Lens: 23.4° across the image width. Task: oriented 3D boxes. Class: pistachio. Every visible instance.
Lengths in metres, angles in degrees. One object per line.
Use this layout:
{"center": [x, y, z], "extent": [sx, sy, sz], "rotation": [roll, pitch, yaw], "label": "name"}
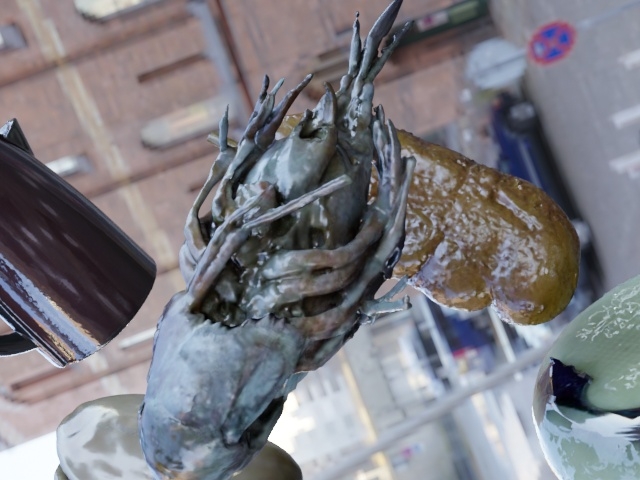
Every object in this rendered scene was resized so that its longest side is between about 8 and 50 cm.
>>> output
{"center": [-0.119, 0.206, 1.283], "extent": [0.153, 0.238, 0.137], "rotation": [-25, -53, -53], "label": "pistachio"}

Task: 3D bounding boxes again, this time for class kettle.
{"center": [-0.306, 0.013, 1.522], "extent": [0.232, 0.202, 0.144], "rotation": [46, 166, -25], "label": "kettle"}

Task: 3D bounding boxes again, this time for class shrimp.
{"center": [-0.001, 0.002, 1.009], "extent": [0.172, 0.372, 0.137], "rotation": [23, 176, 18], "label": "shrimp"}

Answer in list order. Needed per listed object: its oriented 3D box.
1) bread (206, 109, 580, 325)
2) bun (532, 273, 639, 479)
{"center": [0.060, -0.029, 1.319], "extent": [0.344, 0.124, 0.084], "rotation": [23, 172, 14], "label": "bread"}
{"center": [0.326, 0.148, 1.265], "extent": [0.293, 0.293, 0.187], "rotation": [-115, 1, -63], "label": "bun"}
